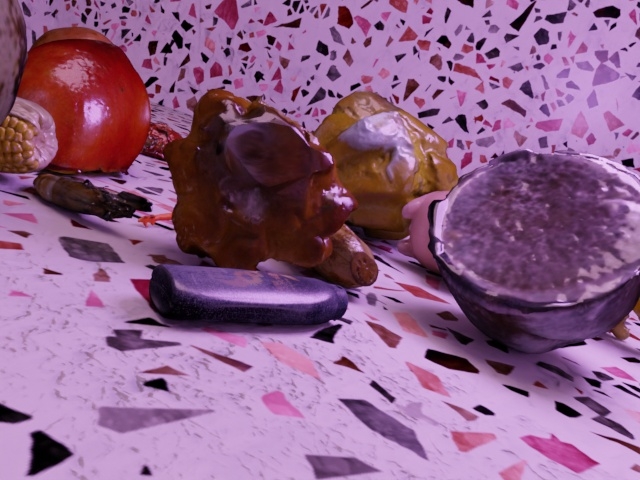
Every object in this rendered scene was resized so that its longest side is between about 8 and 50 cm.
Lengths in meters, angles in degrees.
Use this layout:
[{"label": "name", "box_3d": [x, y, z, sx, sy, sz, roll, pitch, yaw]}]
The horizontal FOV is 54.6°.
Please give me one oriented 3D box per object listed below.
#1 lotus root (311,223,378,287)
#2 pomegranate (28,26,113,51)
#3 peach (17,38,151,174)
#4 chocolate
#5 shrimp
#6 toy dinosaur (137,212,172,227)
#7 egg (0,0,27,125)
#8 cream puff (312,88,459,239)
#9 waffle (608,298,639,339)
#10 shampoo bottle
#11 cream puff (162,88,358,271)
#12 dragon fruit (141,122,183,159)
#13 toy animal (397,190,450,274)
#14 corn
[{"label": "lotus root", "box_3d": [0.000, 0.000, 0.959, 0.110, 0.097, 0.258, 46, -3, -34]}, {"label": "pomegranate", "box_3d": [-0.610, -0.402, 1.565, 0.229, 0.252, 0.270, -4, 44, -38]}, {"label": "peach", "box_3d": [-0.465, -0.223, 1.168, 0.281, 0.281, 0.338, 15, 47, -10]}, {"label": "chocolate", "box_3d": [0.320, 0.038, 0.899, 0.303, 0.303, 0.213, 28, -28, 39]}, {"label": "shrimp", "box_3d": [-0.320, -0.063, 0.912, 0.217, 0.051, 0.150, 19, 7, 35]}, {"label": "toy dinosaur", "box_3d": [-0.142, -0.032, 0.991, 0.117, 0.071, 0.288, 27, 20, 35]}, {"label": "egg", "box_3d": [-0.551, -0.243, 0.686, 0.427, 0.345, 0.345, 16, 12, 4]}, {"label": "cream puff", "box_3d": [0.095, -0.125, 1.324, 0.378, 0.276, 0.378, 32, -16, 11]}, {"label": "waffle", "box_3d": [0.509, 0.061, 1.114, 0.056, 0.250, 0.261, -32, 43, -25]}, {"label": "shampoo bottle", "box_3d": [-0.070, 0.064, 0.695, 0.233, 0.049, 0.087, 8, 17, -37]}, {"label": "cream puff", "box_3d": [-0.090, -0.075, 0.820, 0.241, 0.269, 0.155, -25, -4, -17]}, {"label": "dragon fruit", "box_3d": [-0.400, -0.246, 1.545, 0.162, 0.083, 0.106, 17, 14, -12]}, {"label": "toy animal", "box_3d": [0.297, 0.007, 1.136, 0.212, 0.195, 0.256, 0, 22, -27]}, {"label": "corn", "box_3d": [-0.545, -0.177, 0.911, 0.305, 0.122, 0.123, 15, -10, 0]}]
